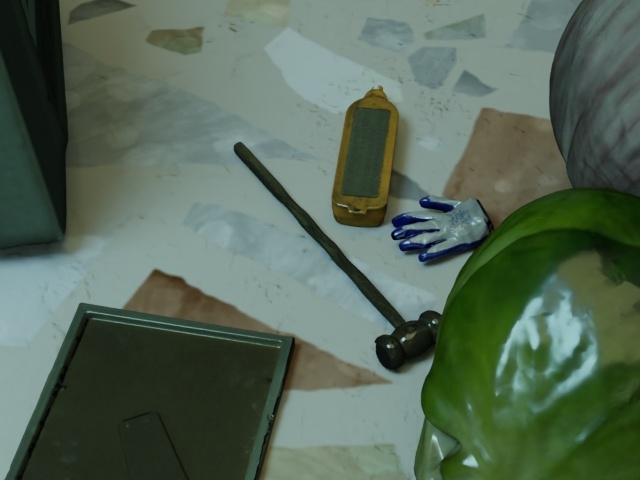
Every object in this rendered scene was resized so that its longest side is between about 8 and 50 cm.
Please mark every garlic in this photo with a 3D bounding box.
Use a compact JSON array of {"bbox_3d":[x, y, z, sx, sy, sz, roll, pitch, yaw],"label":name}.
[{"bbox_3d":[0.309,-0.097,0.943,0.317,0.259,0.317,28,28,-17],"label":"garlic"}]

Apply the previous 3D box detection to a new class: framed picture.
[{"bbox_3d":[-0.132,0.155,0.892,0.184,0.016,0.250,7,49,7],"label":"framed picture"}]

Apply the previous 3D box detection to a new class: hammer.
[{"bbox_3d":[0.000,0.000,1.028,0.058,0.029,0.292,-25,50,-23],"label":"hammer"}]

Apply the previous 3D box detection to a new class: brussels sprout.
[{"bbox_3d":[0.173,0.100,0.814,0.219,0.210,0.271,37,78,2],"label":"brussels sprout"}]

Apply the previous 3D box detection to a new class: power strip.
[{"bbox_3d":[0.043,-0.080,1.095,0.049,0.028,0.178,5,48,6],"label":"power strip"}]

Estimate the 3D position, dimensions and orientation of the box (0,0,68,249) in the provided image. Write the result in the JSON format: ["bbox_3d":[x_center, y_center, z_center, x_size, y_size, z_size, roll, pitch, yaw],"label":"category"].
[{"bbox_3d":[-0.296,-0.243,1.008,0.111,0.396,0.396,-10,49,-3],"label":"box"}]

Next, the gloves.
[{"bbox_3d":[0.101,-0.012,1.035,0.086,0.026,0.064,-20,48,-10],"label":"gloves"}]
